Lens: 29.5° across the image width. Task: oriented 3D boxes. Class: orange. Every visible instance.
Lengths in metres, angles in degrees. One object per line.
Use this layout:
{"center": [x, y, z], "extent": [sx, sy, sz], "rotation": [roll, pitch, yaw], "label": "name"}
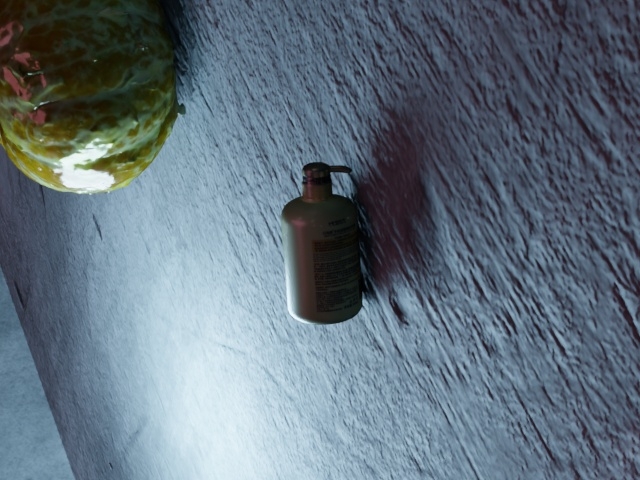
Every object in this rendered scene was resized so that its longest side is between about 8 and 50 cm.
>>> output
{"center": [-0.320, -0.220, 1.594], "extent": [0.329, 0.249, 0.329], "rotation": [166, 90, -75], "label": "orange"}

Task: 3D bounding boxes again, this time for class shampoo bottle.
{"center": [0.000, 0.000, 1.235], "extent": [0.079, 0.079, 0.162], "rotation": [28, 127, 58], "label": "shampoo bottle"}
